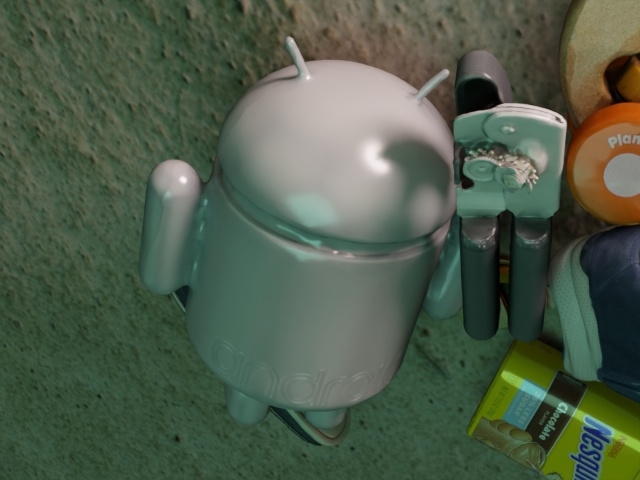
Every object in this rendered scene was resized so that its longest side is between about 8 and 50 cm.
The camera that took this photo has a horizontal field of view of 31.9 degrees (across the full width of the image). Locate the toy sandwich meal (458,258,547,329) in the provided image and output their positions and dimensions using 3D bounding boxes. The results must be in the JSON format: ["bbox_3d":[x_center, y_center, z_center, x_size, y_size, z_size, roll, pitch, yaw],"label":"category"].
[{"bbox_3d":[0.161,0.054,1.008,0.085,0.029,0.086,14,127,19],"label":"toy sandwich meal"}]

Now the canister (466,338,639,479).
[{"bbox_3d":[0.232,0.171,1.023,0.169,0.073,0.126,28,130,10],"label":"canister"}]

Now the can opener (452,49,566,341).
[{"bbox_3d":[0.140,-0.019,0.833,0.074,0.093,0.280,2,143,11],"label":"can opener"}]

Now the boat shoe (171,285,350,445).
[{"bbox_3d":[-0.068,0.106,1.123,0.079,0.095,0.254,-32,102,37],"label":"boat shoe"}]

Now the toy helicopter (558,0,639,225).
[{"bbox_3d":[0.342,-0.120,0.755,0.354,0.140,0.235,11,118,8],"label":"toy helicopter"}]

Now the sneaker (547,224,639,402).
[{"bbox_3d":[0.322,0.099,0.916,0.323,0.130,0.236,43,157,-28],"label":"sneaker"}]

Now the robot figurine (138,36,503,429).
[{"bbox_3d":[0.000,0.000,0.938,0.299,0.200,0.354,2,127,-17],"label":"robot figurine"}]
